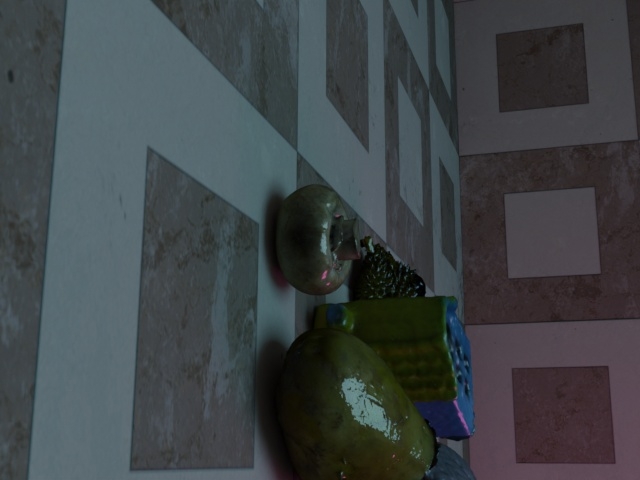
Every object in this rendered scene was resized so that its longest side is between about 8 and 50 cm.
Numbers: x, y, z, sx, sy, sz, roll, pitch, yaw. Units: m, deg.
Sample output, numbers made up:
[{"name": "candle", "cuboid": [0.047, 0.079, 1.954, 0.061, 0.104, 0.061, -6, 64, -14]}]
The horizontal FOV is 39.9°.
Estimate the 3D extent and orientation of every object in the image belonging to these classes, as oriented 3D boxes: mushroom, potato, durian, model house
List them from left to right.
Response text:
[{"name": "mushroom", "cuboid": [0.000, 0.000, 1.315, 0.166, 0.127, 0.166, 0, 90, -79]}, {"name": "potato", "cuboid": [0.025, 0.242, 1.263, 0.266, 0.229, 0.229, 57, 29, -30]}, {"name": "durian", "cuboid": [0.143, 0.103, 1.756, 0.193, 0.138, 0.237, -54, 137, -65]}, {"name": "model house", "cuboid": [0.124, 0.201, 1.507, 0.303, 0.237, 0.215, 61, 28, -52]}]

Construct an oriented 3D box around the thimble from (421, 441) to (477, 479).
[{"name": "thimble", "cuboid": [0.199, 0.513, 1.713, 0.157, 0.217, 0.245, -26, 98, -73]}]
